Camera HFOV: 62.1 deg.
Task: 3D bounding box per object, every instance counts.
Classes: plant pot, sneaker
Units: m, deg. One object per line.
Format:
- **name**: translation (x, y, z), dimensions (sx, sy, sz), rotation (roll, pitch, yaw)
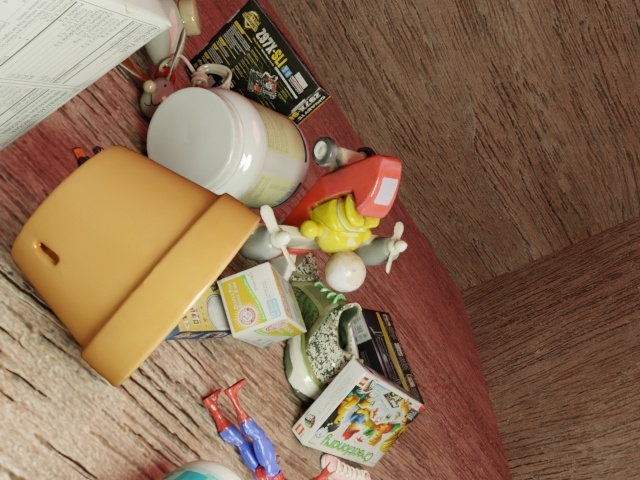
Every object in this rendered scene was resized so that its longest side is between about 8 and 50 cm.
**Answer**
- **plant pot**: translation (-0.249, 0.013, 0.702), dimensions (0.203, 0.291, 0.291), rotation (42, 24, -10)
- **sneaker**: translation (0.061, 0.492, 1.120), dimensions (0.134, 0.070, 0.051), rotation (54, 23, -19)
- **sneaker**: translation (0.019, 0.174, 1.254), dimensions (0.158, 0.182, 0.410), rotation (44, 27, -42)

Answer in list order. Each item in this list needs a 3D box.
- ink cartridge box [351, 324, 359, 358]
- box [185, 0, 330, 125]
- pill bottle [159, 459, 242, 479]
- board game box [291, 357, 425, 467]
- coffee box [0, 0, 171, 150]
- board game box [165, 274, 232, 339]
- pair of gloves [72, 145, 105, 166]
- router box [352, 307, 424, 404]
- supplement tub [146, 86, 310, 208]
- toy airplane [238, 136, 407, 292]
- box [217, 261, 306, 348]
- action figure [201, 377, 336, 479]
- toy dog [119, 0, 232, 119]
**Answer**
- **ink cartridge box**: translation (0.063, 0.248, 1.394), dimensions (0.088, 0.052, 0.122), rotation (11, 65, -86)
- **box**: translation (-0.167, -0.407, 1.352), dimensions (0.321, 0.257, 0.079), rotation (55, 16, 15)
- **pill bottle**: translation (-0.186, 0.357, 0.570), dimensions (0.146, 0.146, 0.264), rotation (65, 20, 7)
- **board game box**: translation (0.094, 0.385, 1.162), dimensions (0.053, 0.193, 0.305), rotation (41, 1, 44)
- **coffee box**: translation (-0.430, -0.302, 0.525), dimensions (0.337, 0.338, 0.334), rotation (63, 20, -2)
- **board game box**: translation (-0.246, 0.057, 0.959), dimensions (0.165, 0.042, 0.243), rotation (18, 48, -63)
- **pair of gloves**: translation (-0.380, -0.129, 0.911), dimensions (0.074, 0.010, 0.083), rotation (61, 21, -4)
- **router box**: translation (0.183, 0.359, 1.569), dimensions (0.243, 0.081, 0.308), rotation (22, 44, -61)
- **supplement tub**: translation (-0.185, -0.189, 1.139), dimensions (0.235, 0.236, 0.325), rotation (66, 20, 9)
- **toy airplane**: translation (0.000, 0.000, 1.136), dimensions (0.384, 0.387, 0.272), rotation (76, -7, -63)
- **box**: translation (-0.108, 0.131, 1.030), dimensions (0.203, 0.103, 0.114), rotation (62, 7, -70)
- **action figure**: translation (-0.078, 0.361, 0.906), dimensions (0.139, 0.092, 0.280), rotation (-21, 84, -61)
- **toy dog**: translation (-0.347, -0.436, 1.143), dimensions (0.161, 0.220, 0.333), rotation (72, -9, -62)
